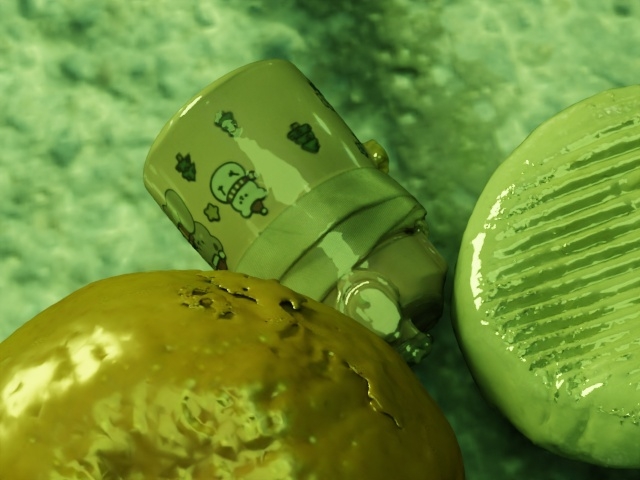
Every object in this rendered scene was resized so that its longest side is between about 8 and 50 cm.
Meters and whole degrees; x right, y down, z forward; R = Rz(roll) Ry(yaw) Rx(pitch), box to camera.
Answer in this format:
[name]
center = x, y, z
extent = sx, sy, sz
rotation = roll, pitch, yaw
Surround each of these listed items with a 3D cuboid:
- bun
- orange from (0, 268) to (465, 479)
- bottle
[bun]
center = 0.150, 0.024, 0.706
extent = 0.183, 0.102, 0.183
rotation = -9, 60, 15
[orange]
center = -0.050, 0.119, 0.618
extent = 0.219, 0.193, 0.219
rotation = 0, 92, 1
[bottle]
center = -0.001, 0.001, 0.722
extent = 0.099, 0.099, 0.152
rotation = -38, 74, -15
